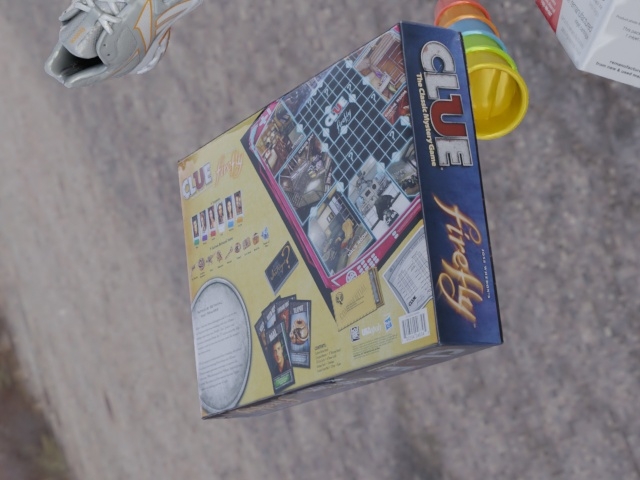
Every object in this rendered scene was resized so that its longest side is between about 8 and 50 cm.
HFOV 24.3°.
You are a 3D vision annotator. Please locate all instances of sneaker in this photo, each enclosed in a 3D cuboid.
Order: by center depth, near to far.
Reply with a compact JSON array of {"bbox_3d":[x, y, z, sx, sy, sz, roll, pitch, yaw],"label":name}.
[{"bbox_3d":[-0.184,-0.225,1.408,0.099,0.121,0.262,47,142,9],"label":"sneaker"}]

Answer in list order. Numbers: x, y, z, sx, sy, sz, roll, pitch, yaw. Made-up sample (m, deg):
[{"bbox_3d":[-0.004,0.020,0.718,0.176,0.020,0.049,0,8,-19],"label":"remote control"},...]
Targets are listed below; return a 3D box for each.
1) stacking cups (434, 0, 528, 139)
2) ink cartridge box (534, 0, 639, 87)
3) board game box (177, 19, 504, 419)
[{"bbox_3d":[0.177,-0.230,1.807,0.316,0.096,0.096,-99,2,-61],"label":"stacking cups"},{"bbox_3d":[0.366,-0.334,1.660,0.197,0.114,0.273,-104,33,-57],"label":"ink cartridge box"},{"bbox_3d":[0.000,0.000,0.820,0.243,0.042,0.165,-24,69,54],"label":"board game box"}]
